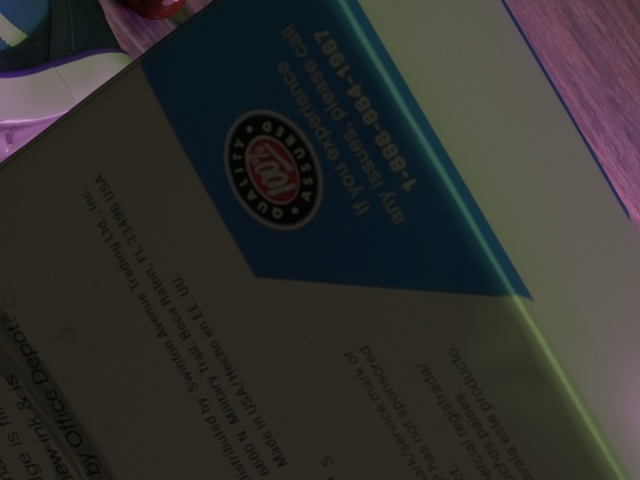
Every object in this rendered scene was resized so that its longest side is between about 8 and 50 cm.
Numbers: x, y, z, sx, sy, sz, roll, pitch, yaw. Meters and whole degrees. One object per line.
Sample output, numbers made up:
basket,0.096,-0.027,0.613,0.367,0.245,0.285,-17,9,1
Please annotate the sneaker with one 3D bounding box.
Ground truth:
sneaker,-0.267,-0.134,0.750,0.236,0.130,0.323,54,36,9

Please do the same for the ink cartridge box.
ink cartridge box,-0.047,0.084,0.605,0.285,0.395,0.166,60,30,1

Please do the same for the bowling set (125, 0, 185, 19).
bowling set,-0.057,-0.239,1.077,0.287,0.154,0.200,52,32,-10
